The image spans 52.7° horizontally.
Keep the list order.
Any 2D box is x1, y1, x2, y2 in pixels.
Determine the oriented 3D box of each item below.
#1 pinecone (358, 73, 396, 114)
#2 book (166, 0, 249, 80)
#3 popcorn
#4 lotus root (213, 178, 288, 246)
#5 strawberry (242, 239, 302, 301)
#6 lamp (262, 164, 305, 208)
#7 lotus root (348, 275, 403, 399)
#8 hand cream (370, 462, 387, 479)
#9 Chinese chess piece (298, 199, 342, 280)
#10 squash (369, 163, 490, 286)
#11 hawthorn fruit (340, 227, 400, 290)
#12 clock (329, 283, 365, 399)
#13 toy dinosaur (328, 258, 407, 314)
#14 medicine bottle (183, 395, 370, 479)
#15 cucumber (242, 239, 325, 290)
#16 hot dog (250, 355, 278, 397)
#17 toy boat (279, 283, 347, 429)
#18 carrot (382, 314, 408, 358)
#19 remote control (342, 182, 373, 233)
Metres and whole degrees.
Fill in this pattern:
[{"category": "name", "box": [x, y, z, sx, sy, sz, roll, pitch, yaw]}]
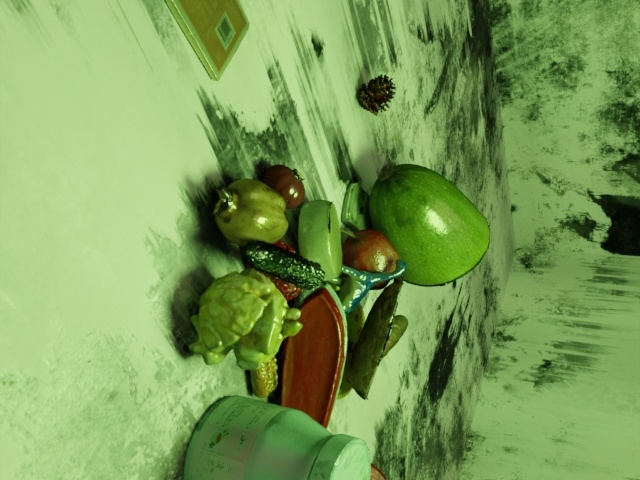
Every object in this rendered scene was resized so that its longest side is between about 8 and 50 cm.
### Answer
[{"category": "pinecone", "box": [0.152, -0.401, 1.758, 0.109, 0.102, 0.102, -60, 159, 18]}, {"category": "book", "box": [-0.205, -0.426, 1.132, 0.241, 0.018, 0.170, 62, 40, -48]}, {"category": "popcorn", "box": [-0.133, 0.146, 1.182, 0.188, 0.185, 0.167, 28, 48, -25]}, {"category": "lotus root", "box": [-0.137, -0.052, 1.218, 0.221, 0.118, 0.125, 13, 49, -60]}, {"category": "strawberry", "box": [-0.086, 0.061, 1.371, 0.140, 0.085, 0.192, -46, 132, -49]}, {"category": "lamp", "box": [-0.077, -0.113, 1.354, 0.101, 0.090, 0.101, 50, 8, -10]}, {"category": "lotus root", "box": [0.139, 0.242, 1.670, 0.167, 0.078, 0.329, -17, 124, -84]}, {"category": "hand cream", "box": [0.069, 0.646, 1.651, 0.125, 0.193, 0.193, -54, 140, -44]}, {"category": "Chinese chess piece", "box": [0.000, 0.000, 1.493, 0.188, 0.083, 0.188, -5, 90, -79]}, {"category": "squash", "box": [0.278, -0.074, 1.765, 0.309, 0.311, 0.310, 52, 49, -48]}, {"category": "hawthorn fruit", "box": [0.116, 0.032, 1.692, 0.162, 0.163, 0.203, -54, 132, -46]}, {"category": "clock", "box": [0.059, 0.277, 1.702, 0.293, 0.071, 0.277, 60, 43, -48]}, {"category": "toy dinosaur", "box": [0.101, 0.146, 1.600, 0.075, 0.188, 0.247, 164, -58, -75]}, {"category": "medicine bottle", "box": [-0.072, 0.439, 1.224, 0.245, 0.290, 0.244, -18, 110, -61]}, {"category": "cucumber", "box": [-0.078, 0.041, 1.238, 0.245, 0.067, 0.067, 30, 67, -56]}, {"category": "hot dog", "box": [-0.122, 0.250, 1.368, 0.071, 0.045, 0.165, -29, 120, -57]}, {"category": "toy boat", "box": [-0.014, 0.263, 1.492, 0.133, 0.145, 0.331, 42, 56, -84]}, {"category": "carrot", "box": [0.191, 0.321, 1.982, 0.342, 0.070, 0.070, -40, 128, -53]}, {"category": "remote control", "box": [0.131, -0.059, 1.840, 0.285, 0.038, 0.123, 35, 61, -57]}]
